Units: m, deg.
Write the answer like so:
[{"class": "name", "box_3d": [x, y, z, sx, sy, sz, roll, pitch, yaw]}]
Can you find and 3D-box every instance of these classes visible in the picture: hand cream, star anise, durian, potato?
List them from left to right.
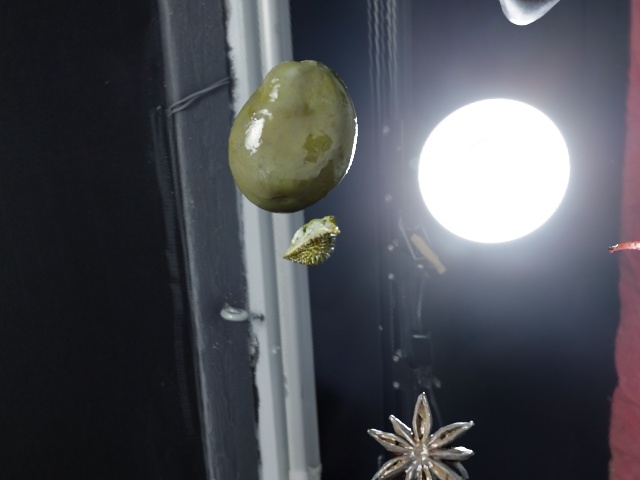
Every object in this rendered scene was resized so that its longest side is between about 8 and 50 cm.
[{"class": "potato", "box_3d": [-0.040, -0.153, 0.908, 0.178, 0.160, 0.235, 9, -81, -29]}, {"class": "durian", "box_3d": [0.000, 0.000, 1.525, 0.102, 0.208, 0.146, 43, -122, -13]}, {"class": "star anise", "box_3d": [0.168, 0.358, 1.025, 0.065, 0.183, 0.195, 64, -148, -68]}, {"class": "hand cream", "box_3d": [0.342, -0.411, 0.994, 0.133, 0.248, 0.083, 0, -77, 11]}]

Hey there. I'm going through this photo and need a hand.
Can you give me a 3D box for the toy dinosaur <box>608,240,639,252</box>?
[{"class": "toy dinosaur", "box_3d": [0.680, 0.028, 1.066, 0.139, 0.286, 0.070, -45, -39, -17]}]
